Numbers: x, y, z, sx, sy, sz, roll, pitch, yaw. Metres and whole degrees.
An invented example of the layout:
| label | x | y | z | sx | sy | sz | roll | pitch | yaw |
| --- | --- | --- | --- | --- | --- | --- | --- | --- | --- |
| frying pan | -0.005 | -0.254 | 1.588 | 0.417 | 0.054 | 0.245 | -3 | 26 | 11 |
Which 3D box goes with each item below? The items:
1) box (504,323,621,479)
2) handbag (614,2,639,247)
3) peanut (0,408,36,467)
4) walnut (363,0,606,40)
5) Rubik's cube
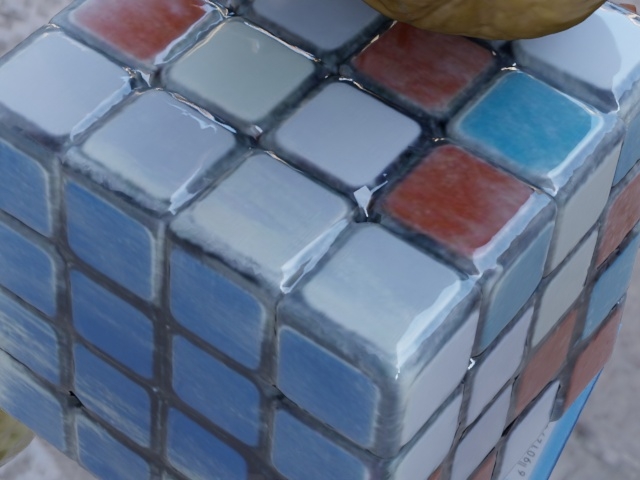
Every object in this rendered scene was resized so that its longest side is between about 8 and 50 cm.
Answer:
| label | x | y | z | sx | sy | sz | roll | pitch | yaw |
| --- | --- | --- | --- | --- | --- | --- | --- | --- | --- |
| box | 0.080 | 0.127 | 1.129 | 0.143 | 0.232 | 0.083 | 26 | 24 | 9 |
| handbag | 0.181 | -0.087 | 1.301 | 0.127 | 0.063 | 0.190 | 0 | 82 | -27 |
| peanut | -0.325 | 0.157 | 1.483 | 0.159 | 0.291 | 0.143 | 28 | 20 | -26 |
| walnut | 0.068 | -0.192 | 0.753 | 0.195 | 0.195 | 0.221 | 15 | 54 | -11 |
| Rubik's cube | 0.000 | 0.001 | 0.884 | 0.259 | 0.256 | 0.253 | 30 | 54 | 20 |
